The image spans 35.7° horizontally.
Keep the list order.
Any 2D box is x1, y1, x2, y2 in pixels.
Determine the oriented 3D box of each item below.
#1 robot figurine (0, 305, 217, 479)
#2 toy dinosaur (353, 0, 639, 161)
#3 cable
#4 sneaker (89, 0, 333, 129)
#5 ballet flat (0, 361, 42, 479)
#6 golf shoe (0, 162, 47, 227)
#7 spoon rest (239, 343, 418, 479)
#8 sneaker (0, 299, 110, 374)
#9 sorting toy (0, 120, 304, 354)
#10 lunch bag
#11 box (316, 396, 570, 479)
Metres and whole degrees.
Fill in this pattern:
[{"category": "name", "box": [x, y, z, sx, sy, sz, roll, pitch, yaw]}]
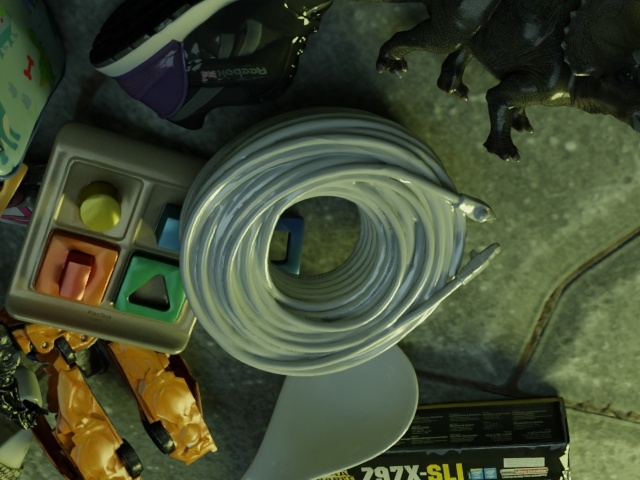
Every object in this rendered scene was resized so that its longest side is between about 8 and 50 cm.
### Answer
[{"category": "robot figurine", "box": [-0.230, 0.146, 1.036, 0.211, 0.085, 0.291, -33, 121, -22]}, {"category": "toy dinosaur", "box": [0.143, -0.171, 0.787, 0.313, 0.121, 0.160, 40, 124, 16]}, {"category": "cable", "box": [0.000, 0.000, 0.890, 0.257, 0.089, 0.257, -45, 120, 12]}, {"category": "sneaker", "box": [-0.044, -0.179, 0.801, 0.283, 0.107, 0.124, -19, 135, 33]}, {"category": "ballet flat", "box": [-0.396, 0.167, 1.032, 0.182, 0.164, 0.482, -35, 149, -10]}, {"category": "golf shoe", "box": [-0.264, -0.042, 0.956, 0.186, 0.067, 0.086, 16, 168, -18]}, {"category": "spoon rest", "box": [-0.013, 0.211, 1.044, 0.137, 0.084, 0.276, 42, 94, 11]}, {"category": "sneaker", "box": [-0.291, 0.114, 1.073, 0.135, 0.058, 0.052, 37, 123, -21]}, {"category": "sorting toy", "box": [-0.180, 0.007, 0.917, 0.348, 0.047, 0.196, 16, 107, -20]}, {"category": "lunch bag", "box": [-0.284, -0.152, 0.764, 0.090, 0.219, 0.176, -13, 124, 15]}, {"category": "box", "box": [0.130, 0.305, 1.165, 0.322, 0.079, 0.257, -5, 125, 10]}]
